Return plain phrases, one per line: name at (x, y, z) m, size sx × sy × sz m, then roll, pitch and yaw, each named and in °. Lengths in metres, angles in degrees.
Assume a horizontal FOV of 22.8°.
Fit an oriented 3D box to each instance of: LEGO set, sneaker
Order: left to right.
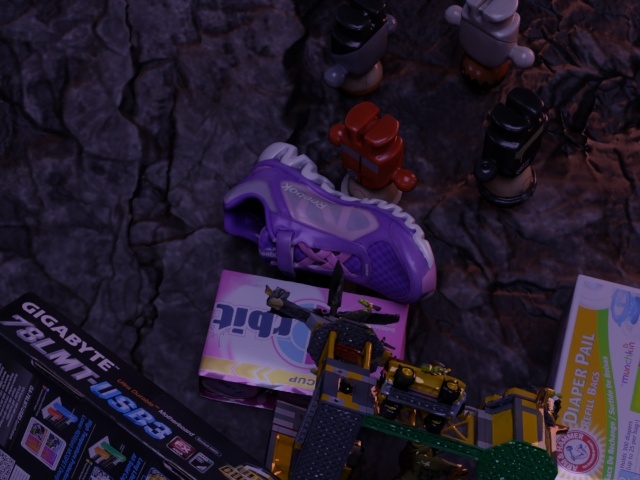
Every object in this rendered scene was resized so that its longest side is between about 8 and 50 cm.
sneaker at (0.000, 0.000, 1.467) m, size 0.236 × 0.095 × 0.104 m, roll 31°, pitch 45°, yaw 31°
LEGO set at (0.056, 0.185, 1.322) m, size 0.255 × 0.331 × 0.192 m, roll 11°, pitch 34°, yaw -1°

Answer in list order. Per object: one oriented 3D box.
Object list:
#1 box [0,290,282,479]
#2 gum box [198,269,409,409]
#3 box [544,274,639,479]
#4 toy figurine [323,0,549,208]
box at (-0.187, 0.239, 1.285) m, size 0.293 × 0.295 × 0.073 m, roll 34°, pitch 33°, yaw 13°
gum box at (-0.010, 0.103, 1.465) m, size 0.188 × 0.062 × 0.107 m, roll 10°, pitch 65°, yaw 3°
box at (0.258, 0.151, 1.427) m, size 0.114 × 0.103 × 0.203 m, roll 13°, pitch 66°, yaw 5°
toy figurine at (0.109, -0.134, 1.540) m, size 0.213 × 0.148 × 0.209 m, roll -7°, pitch 60°, yaw -2°
